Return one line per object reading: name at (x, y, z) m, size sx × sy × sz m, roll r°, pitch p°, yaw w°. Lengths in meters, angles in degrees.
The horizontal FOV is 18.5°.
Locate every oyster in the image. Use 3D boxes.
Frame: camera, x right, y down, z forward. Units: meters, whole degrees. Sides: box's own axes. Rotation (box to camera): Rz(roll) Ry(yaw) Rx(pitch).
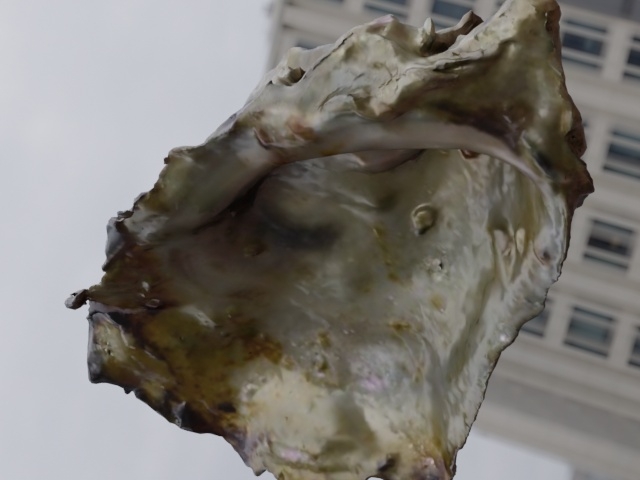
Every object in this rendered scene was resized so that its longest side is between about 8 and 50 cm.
oyster at (0.001, -0.008, 0.967) m, size 0.096 × 0.221 × 0.361 m, roll -73°, pitch 3°, yaw -47°
